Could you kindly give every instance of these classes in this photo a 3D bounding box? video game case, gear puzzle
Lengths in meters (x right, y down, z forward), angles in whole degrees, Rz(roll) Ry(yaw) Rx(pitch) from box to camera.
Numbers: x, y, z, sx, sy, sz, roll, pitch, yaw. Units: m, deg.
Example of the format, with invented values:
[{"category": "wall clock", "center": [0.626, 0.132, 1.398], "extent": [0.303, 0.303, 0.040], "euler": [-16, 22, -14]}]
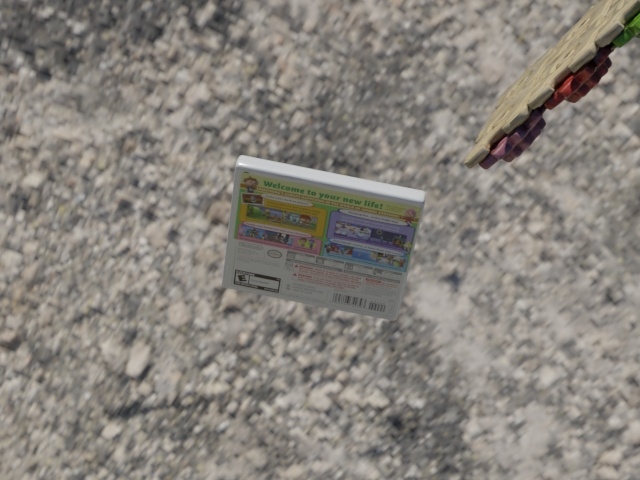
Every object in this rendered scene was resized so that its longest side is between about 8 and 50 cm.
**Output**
[{"category": "video game case", "center": [0.000, 0.000, 1.694], "extent": [0.212, 0.193, 0.023], "euler": [11, 43, 1]}, {"category": "gear puzzle", "center": [0.261, -0.184, 1.248], "extent": [0.044, 0.339, 0.175], "euler": [43, 33, -5]}]
